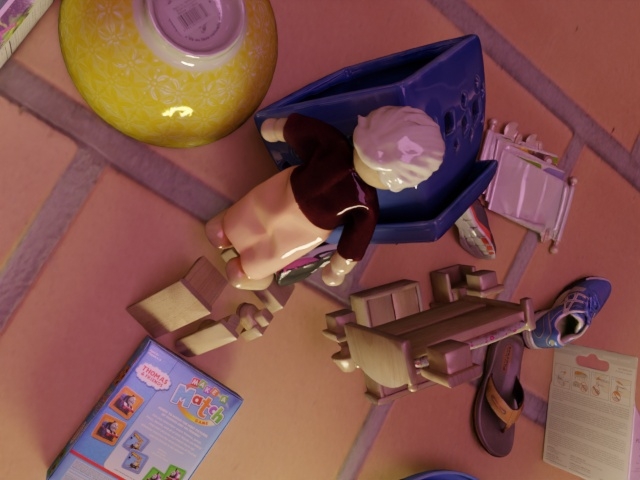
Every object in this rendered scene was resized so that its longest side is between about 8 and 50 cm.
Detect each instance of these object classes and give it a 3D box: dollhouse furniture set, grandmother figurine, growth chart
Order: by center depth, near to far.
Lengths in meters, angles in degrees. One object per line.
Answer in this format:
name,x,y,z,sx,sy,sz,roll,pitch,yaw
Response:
grandmother figurine,-0.005,-0.055,0.719,0.104,0.342,0.208,-39,99,-46
dollhouse furniture set,0.194,0.159,0.841,0.303,0.355,0.173,-14,98,-24
dollhouse furniture set,-0.147,0.080,0.865,0.144,0.123,0.151,51,38,-17
growth chart,0.363,-0.099,1.089,0.237,0.021,0.172,26,81,-23

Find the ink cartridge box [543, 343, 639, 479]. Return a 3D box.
ink cartridge box,0.476,0.298,1.067,0.056,0.181,0.224,9,86,-25

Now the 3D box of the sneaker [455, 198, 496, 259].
sneaker,0.257,-0.033,1.016,0.065,0.061,0.158,-55,129,-27

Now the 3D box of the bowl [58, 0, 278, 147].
bowl,-0.171,-0.267,0.772,0.289,0.156,0.289,-1,92,-23

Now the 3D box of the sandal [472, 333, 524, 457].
sandal,0.319,0.263,1.061,0.090,0.060,0.219,15,86,-24

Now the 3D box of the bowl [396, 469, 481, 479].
bowl,0.173,0.556,0.947,0.391,0.077,0.391,9,72,-30

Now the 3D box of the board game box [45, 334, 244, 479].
board game box,-0.228,0.258,0.825,0.160,0.039,0.211,39,80,-20

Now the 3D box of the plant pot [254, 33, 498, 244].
plant pot,0.091,-0.123,0.828,0.236,0.236,0.212,-40,118,-44

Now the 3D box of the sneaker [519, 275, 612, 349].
sneaker,0.456,0.134,1.107,0.211,0.081,0.080,-33,103,-21

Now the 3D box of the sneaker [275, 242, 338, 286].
sneaker,0.000,0.000,0.907,0.178,0.072,0.077,-15,65,-37

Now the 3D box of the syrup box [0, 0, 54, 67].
syrup box,-0.402,-0.240,0.702,0.093,0.096,0.237,36,79,-21
